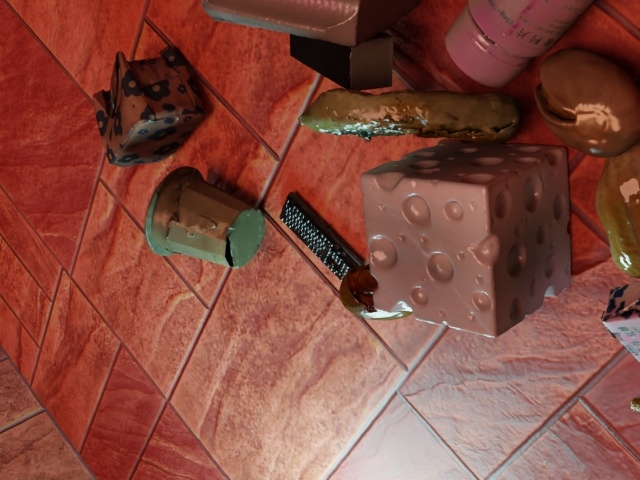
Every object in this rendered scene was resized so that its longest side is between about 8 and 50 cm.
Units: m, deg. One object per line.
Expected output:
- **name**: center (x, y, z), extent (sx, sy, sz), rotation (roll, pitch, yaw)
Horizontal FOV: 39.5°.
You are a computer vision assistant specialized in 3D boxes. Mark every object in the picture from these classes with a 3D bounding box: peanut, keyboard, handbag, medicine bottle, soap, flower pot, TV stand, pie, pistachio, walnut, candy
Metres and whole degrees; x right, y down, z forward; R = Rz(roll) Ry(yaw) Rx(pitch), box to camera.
- **peanut**: center (0.460, -0.045, 1.274), extent (0.129, 0.129, 0.225), rotation (2, 110, 45)
- **keyboard**: center (0.000, 0.000, 1.834), extent (0.230, 0.025, 0.094), rotation (45, 137, 21)
- **handbag**: center (-0.394, -0.298, 1.983), extent (0.251, 0.190, 0.193), rotation (-35, 72, 52)
- **medicine bottle**: center (0.299, -0.348, 1.274), extent (0.152, 0.152, 0.254), rotation (52, 137, 14)
- **soap**: center (-0.002, -0.440, 1.442), extent (0.302, 0.258, 0.159), rotation (20, 132, 26)
- **flower pot**: center (-0.247, -0.035, 1.945), extent (0.202, 0.212, 0.212), rotation (22, 123, 28)
- **TV stand**: center (0.029, -0.333, 1.528), extent (0.269, 0.082, 0.088), rotation (-137, 42, -56)
- **pie**: center (0.135, -0.198, 1.423), extent (0.371, 0.296, 0.078), rotation (5, 93, 41)
- **pistachio**: center (0.376, -0.196, 1.250), extent (0.223, 0.152, 0.126), rotation (-117, 26, -53)
- **walnut**: center (0.120, 0.097, 1.697), extent (0.207, 0.115, 0.116), rotation (-3, 106, 46)
- **candy**: center (0.497, 0.133, 1.317), extent (0.160, 0.073, 0.092), rotation (44, 146, -22)

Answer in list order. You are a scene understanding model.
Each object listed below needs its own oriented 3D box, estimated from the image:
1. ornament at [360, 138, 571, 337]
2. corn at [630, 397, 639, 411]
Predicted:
- **ornament**: center (0.237, -0.016, 1.428), extent (0.239, 0.239, 0.239), rotation (10, 114, 42)
- **corn**: center (0.535, 0.267, 1.418), extent (0.083, 0.027, 0.028), rotation (7, 97, 46)
